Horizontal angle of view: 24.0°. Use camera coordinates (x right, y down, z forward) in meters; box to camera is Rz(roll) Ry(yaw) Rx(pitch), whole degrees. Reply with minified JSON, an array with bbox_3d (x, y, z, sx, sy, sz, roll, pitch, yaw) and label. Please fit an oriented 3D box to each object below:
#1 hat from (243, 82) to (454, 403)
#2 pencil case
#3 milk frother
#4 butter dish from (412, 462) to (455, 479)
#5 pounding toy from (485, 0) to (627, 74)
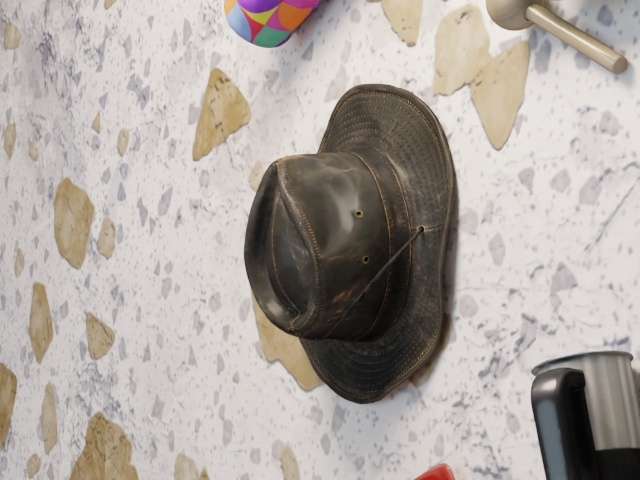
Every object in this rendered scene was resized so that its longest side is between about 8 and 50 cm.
[{"bbox_3d":[0.000,0.000,1.526,0.331,0.134,0.331,-12,76,59],"label":"hat"},{"bbox_3d":[-0.023,-0.312,1.639,0.236,0.104,0.104,-48,47,47],"label":"pencil case"},{"bbox_3d":[0.240,0.150,1.161,0.143,0.129,0.135,-11,72,14],"label":"milk frother"},{"bbox_3d":[0.061,0.305,1.397,0.160,0.118,0.160,-46,49,48],"label":"butter dish"},{"bbox_3d":[0.215,-0.282,1.261,0.183,0.110,0.237,30,141,45],"label":"pounding toy"}]
